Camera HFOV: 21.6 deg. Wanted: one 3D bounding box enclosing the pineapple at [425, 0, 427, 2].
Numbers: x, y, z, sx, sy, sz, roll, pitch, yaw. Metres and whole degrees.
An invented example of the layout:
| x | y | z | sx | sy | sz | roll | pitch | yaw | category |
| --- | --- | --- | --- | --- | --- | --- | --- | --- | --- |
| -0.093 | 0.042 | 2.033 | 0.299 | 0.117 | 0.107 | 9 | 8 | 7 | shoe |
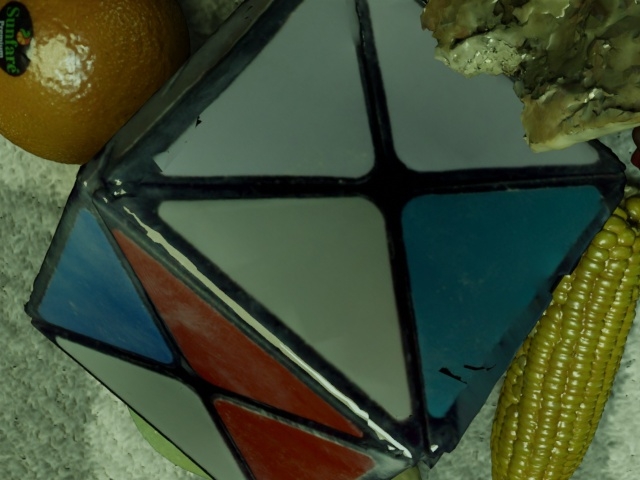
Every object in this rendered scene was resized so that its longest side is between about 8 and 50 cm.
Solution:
| x | y | z | sx | sy | sz | roll | pitch | yaw | category |
| --- | --- | --- | --- | --- | --- | --- | --- | --- | --- |
| 0.177 | -0.275 | 1.241 | 0.310 | 0.141 | 0.170 | -16 | 91 | 17 | pineapple |

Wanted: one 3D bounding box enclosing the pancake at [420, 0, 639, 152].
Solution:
| x | y | z | sx | sy | sz | roll | pitch | yaw | category |
| --- | --- | --- | --- | --- | --- | --- | --- | --- | --- |
| 0.195 | -0.233 | 1.041 | 0.071 | 0.382 | 0.382 | 20 | 126 | -36 | pancake |

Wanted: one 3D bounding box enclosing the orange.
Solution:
| x | y | z | sx | sy | sz | roll | pitch | yaw | category |
| --- | --- | --- | --- | --- | --- | --- | --- | --- | --- |
| -0.203 | -0.163 | 1.372 | 0.206 | 0.206 | 0.206 | 6 | 115 | 14 | orange |

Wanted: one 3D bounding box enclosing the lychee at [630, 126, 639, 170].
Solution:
| x | y | z | sx | sy | sz | roll | pitch | yaw | category |
| --- | --- | --- | --- | --- | --- | --- | --- | --- | --- |
| 0.409 | -0.068 | 1.101 | 0.425 | 0.424 | 0.500 | 18 | 101 | 8 | lychee |

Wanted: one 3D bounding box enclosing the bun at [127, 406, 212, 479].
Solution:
| x | y | z | sx | sy | sz | roll | pitch | yaw | category |
| --- | --- | --- | --- | --- | --- | --- | --- | --- | --- |
| -0.075 | 0.110 | 1.502 | 0.221 | 0.108 | 0.221 | 7 | 116 | 15 | bun |

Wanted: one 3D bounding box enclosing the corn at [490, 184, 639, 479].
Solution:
| x | y | z | sx | sy | sz | roll | pitch | yaw | category |
| --- | --- | --- | --- | --- | --- | --- | --- | --- | --- |
| 0.208 | 0.096 | 1.417 | 0.102 | 0.102 | 0.313 | 14 | 117 | 10 | corn |

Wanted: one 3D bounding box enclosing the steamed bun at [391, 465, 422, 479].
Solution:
| x | y | z | sx | sy | sz | roll | pitch | yaw | category |
| --- | --- | --- | --- | --- | --- | --- | --- | --- | --- |
| 0.023 | 0.249 | 1.524 | 0.172 | 0.141 | 0.155 | 26 | 113 | 8 | steamed bun |

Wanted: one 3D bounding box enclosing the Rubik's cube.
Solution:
| x | y | z | sx | sy | sz | roll | pitch | yaw | category |
| --- | --- | --- | --- | --- | --- | --- | --- | --- | --- |
| 0.000 | 0.000 | 1.264 | 0.307 | 0.310 | 0.305 | 39 | 152 | 0 | Rubik's cube |
